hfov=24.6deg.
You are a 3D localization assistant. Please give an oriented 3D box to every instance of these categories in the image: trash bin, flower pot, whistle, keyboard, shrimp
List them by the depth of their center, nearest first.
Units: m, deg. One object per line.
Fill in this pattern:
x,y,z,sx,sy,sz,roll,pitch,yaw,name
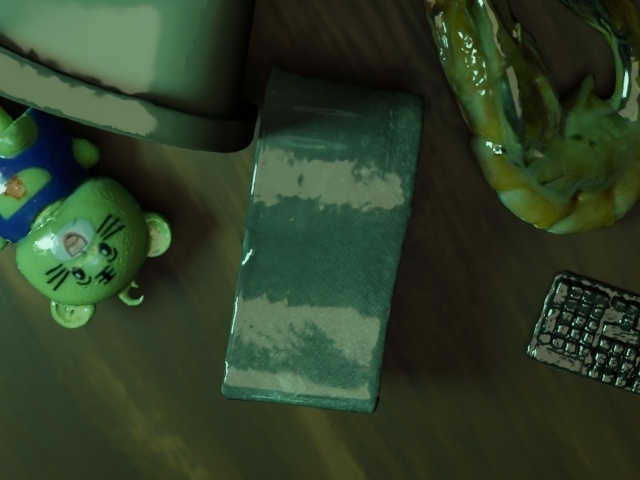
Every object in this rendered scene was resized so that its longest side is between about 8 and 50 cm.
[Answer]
-0.122,-0.203,0.888,0.219,0.220,0.250,12,99,-4,trash bin
0.156,-0.122,0.977,0.145,0.059,0.254,-19,105,4,shrimp
0.000,0.000,0.993,0.108,0.103,0.229,9,104,-4,flower pot
-0.199,-0.040,0.996,0.105,0.085,0.227,-42,101,3,whistle
0.266,0.089,1.054,0.231,0.023,0.072,19,104,-4,keyboard
